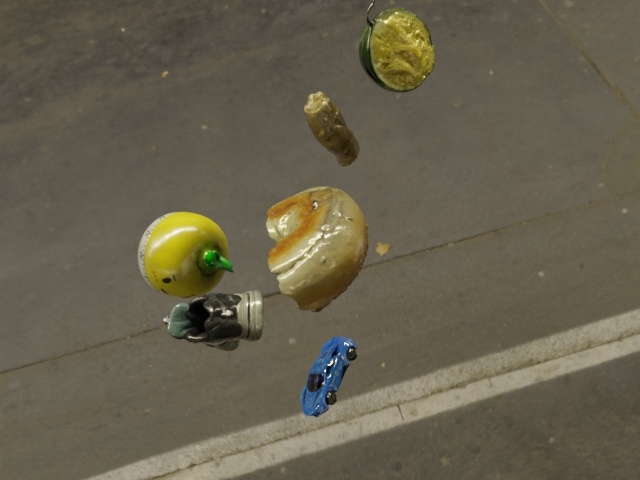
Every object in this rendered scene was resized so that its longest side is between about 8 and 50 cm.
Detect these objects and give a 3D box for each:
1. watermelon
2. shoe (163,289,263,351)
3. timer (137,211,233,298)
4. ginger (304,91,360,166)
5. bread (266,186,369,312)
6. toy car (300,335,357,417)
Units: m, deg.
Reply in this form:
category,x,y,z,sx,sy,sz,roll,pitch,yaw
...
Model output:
category,x,y,z,sx,sy,sz,roll,pitch,yaw
watermelon,0.182,-0.494,1.331,0.127,0.232,0.203,16,88,62
shoe,-0.138,0.097,0.618,0.100,0.169,0.071,5,73,-29
timer,-0.366,0.049,1.496,0.286,0.285,0.284,-4,58,6
ginger,0.035,-0.331,1.543,0.109,0.263,0.116,-46,49,-2
bread,0.003,-0.004,0.999,0.192,0.171,0.314,-38,28,7
toy car,0.013,0.324,1.231,0.103,0.063,0.216,-20,31,49
